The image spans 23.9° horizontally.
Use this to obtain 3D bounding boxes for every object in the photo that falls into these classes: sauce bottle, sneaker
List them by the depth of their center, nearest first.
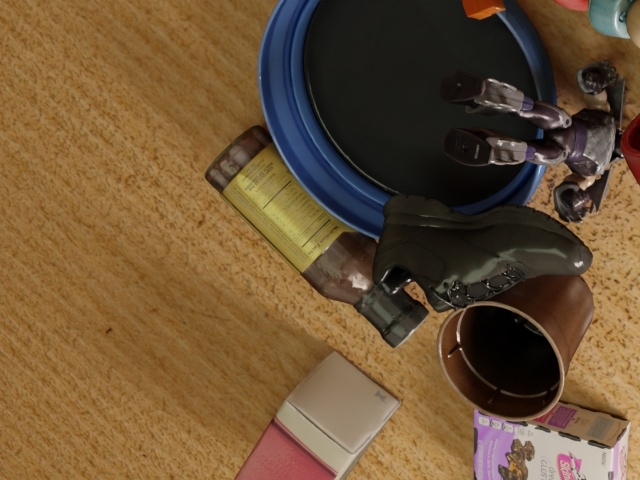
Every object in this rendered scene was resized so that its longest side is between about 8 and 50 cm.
[{"bbox_3d":[0.184,0.027,1.774,0.286,0.130,0.109,4,156,40],"label":"sneaker"},{"bbox_3d":[0.000,0.000,2.011,0.344,0.111,0.111,46,131,0],"label":"sauce bottle"}]

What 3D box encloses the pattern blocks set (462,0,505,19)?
[{"bbox_3d":[0.208,-0.371,1.584,0.325,0.026,0.285,56,130,49],"label":"pattern blocks set"}]

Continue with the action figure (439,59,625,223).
[{"bbox_3d":[0.263,-0.114,1.690,0.099,0.285,0.185,1,86,54],"label":"action figure"}]

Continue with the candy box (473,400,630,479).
[{"bbox_3d":[0.306,0.297,2.017,0.196,0.070,0.165,13,123,27],"label":"candy box"}]

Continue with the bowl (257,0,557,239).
[{"bbox_3d":[0.107,-0.177,1.859,0.391,0.077,0.391,15,124,24],"label":"bowl"}]

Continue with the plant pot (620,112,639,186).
[{"bbox_3d":[0.446,-0.077,1.635,0.191,0.191,0.174,-18,115,38],"label":"plant pot"}]

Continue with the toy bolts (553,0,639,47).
[{"bbox_3d":[0.370,-0.256,1.524,0.158,0.228,0.218,54,131,42],"label":"toy bolts"}]

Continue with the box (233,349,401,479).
[{"bbox_3d":[-0.012,0.296,2.169,0.127,0.148,0.232,38,130,9],"label":"box"}]

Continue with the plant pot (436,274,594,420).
[{"bbox_3d":[0.253,0.109,1.877,0.167,0.165,0.167,16,125,24],"label":"plant pot"}]
